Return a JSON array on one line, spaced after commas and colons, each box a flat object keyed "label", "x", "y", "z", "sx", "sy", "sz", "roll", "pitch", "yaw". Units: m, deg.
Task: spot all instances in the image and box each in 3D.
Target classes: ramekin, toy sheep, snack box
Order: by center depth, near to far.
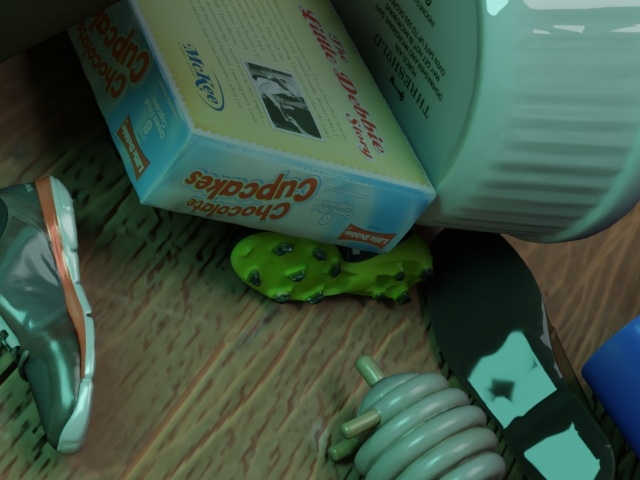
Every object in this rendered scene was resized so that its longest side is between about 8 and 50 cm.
[{"label": "toy sheep", "x": 0.058, "y": 0.121, "z": 1.054, "sx": 0.091, "sy": 0.091, "sz": 0.132, "roll": -13, "pitch": 65, "yaw": -50}, {"label": "snack box", "x": -0.071, "y": -0.138, "z": 1.098, "sx": 0.187, "sy": 0.060, "sz": 0.322, "roll": 12, "pitch": 40, "yaw": -40}, {"label": "ramekin", "x": 0.098, "y": -0.129, "z": 1.122, "sx": 0.127, "sy": 0.273, "sz": 0.272, "roll": -4, "pitch": 62, "yaw": -28}]

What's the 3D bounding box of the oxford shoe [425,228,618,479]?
[{"label": "oxford shoe", "x": 0.130, "y": 0.085, "z": 1.186, "sx": 0.212, "sy": 0.076, "sz": 0.076, "roll": 66, "pitch": 9, "yaw": 22}]

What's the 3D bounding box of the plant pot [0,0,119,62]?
[{"label": "plant pot", "x": -0.205, "y": -0.206, "z": 0.882, "sx": 0.323, "sy": 0.280, "sz": 0.323, "roll": 28, "pitch": 43, "yaw": -30}]

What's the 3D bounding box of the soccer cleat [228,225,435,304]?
[{"label": "soccer cleat", "x": 0.000, "y": 0.000, "z": 1.120, "sx": 0.179, "sy": 0.060, "sz": 0.072, "roll": 8, "pitch": 44, "yaw": -50}]

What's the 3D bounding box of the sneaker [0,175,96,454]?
[{"label": "sneaker", "x": -0.154, "y": 0.041, "z": 0.935, "sx": 0.065, "sy": 0.061, "sz": 0.158, "roll": -4, "pitch": 59, "yaw": -17}]

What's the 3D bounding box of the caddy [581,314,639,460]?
[{"label": "caddy", "x": 0.318, "y": 0.091, "z": 1.188, "sx": 0.179, "sy": 0.241, "sz": 0.341, "roll": 53, "pitch": 12, "yaw": 13}]
